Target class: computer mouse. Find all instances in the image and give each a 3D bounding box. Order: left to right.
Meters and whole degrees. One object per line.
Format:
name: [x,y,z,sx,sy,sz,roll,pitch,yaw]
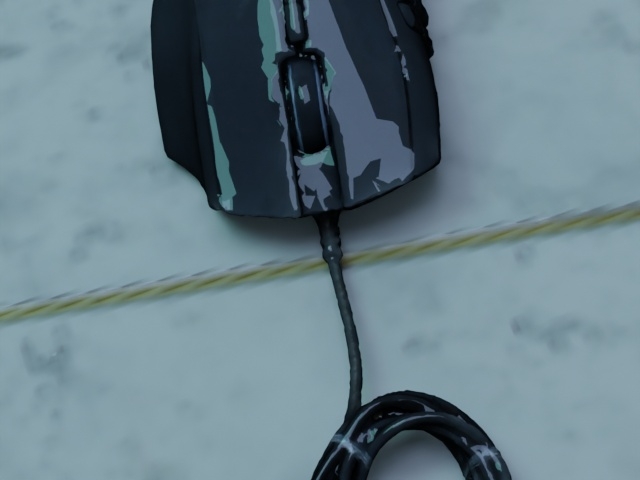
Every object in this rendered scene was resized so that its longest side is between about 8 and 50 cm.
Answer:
computer mouse: [0.000,0.000,0.446,0.071,0.041,0.242,-10,59,2]
